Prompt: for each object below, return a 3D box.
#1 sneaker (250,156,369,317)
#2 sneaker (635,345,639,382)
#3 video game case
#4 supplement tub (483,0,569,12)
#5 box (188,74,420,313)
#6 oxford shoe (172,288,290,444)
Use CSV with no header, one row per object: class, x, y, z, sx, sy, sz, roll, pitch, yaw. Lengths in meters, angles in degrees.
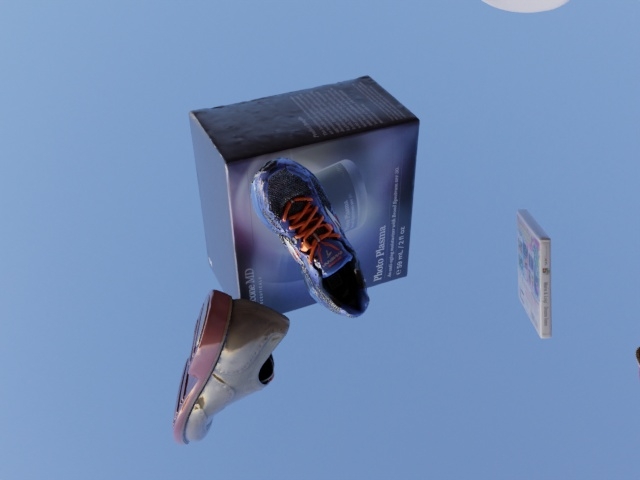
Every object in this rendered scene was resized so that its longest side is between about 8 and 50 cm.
sneaker,0.000,0.000,0.819,0.083,0.221,0.087,-38,-151,-7
sneaker,0.475,0.211,1.019,0.042,0.067,0.118,-17,-135,18
video game case,0.304,0.043,1.040,0.019,0.157,0.143,-4,-73,5
supplement tub,0.450,-0.671,1.534,0.228,0.228,0.316,11,-96,10
box,-0.023,-0.062,1.119,0.294,0.296,0.182,-15,-141,-18
oxford shoe,-0.137,0.210,1.065,0.130,0.348,0.123,13,-131,-11
